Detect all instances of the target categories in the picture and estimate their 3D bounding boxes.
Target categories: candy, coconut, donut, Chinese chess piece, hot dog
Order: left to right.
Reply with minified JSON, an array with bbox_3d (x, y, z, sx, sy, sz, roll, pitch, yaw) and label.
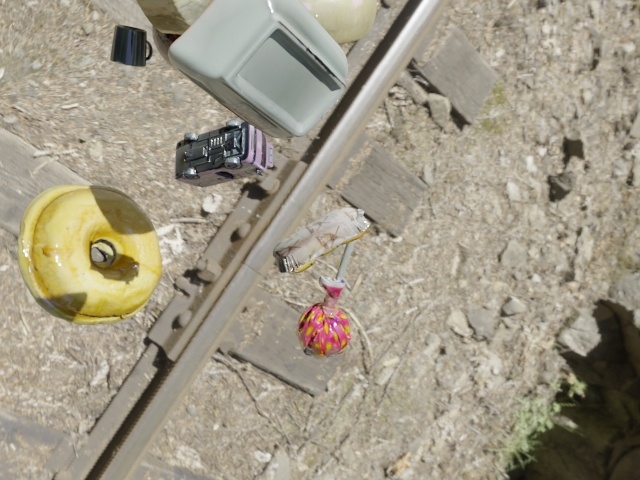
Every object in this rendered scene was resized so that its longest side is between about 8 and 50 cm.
[{"bbox_3d":[-0.656,0.036,1.689,0.449,0.198,0.449,22,62,-49],"label":"donut"},{"bbox_3d":[-0.290,-0.558,1.193,0.259,0.259,0.259,-7,105,-28],"label":"coconut"},{"bbox_3d":[-0.027,-0.448,1.109,0.273,0.273,0.102,-18,127,-25],"label":"Chinese chess piece"},{"bbox_3d":[0.000,0.000,1.078,0.191,0.108,0.059,-28,116,-13],"label":"hot dog"},{"bbox_3d":[0.036,0.097,1.215,0.124,0.124,0.365,-3,125,-29],"label":"candy"}]

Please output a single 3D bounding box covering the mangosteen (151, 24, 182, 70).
[{"bbox_3d":[-0.317,-0.588,1.633,0.293,0.297,0.297,30,85,3],"label":"mangosteen"}]

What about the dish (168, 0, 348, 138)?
[{"bbox_3d":[-0.052,-0.202,0.689,0.151,0.077,0.212,-46,145,11],"label":"dish"}]

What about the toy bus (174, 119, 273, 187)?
[{"bbox_3d":[-0.196,-0.168,1.176,0.108,0.199,0.096,22,64,-55],"label":"toy bus"}]

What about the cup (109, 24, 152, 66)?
[{"bbox_3d":[-0.419,-0.436,1.308,0.100,0.078,0.077,-18,127,-54],"label":"cup"}]
